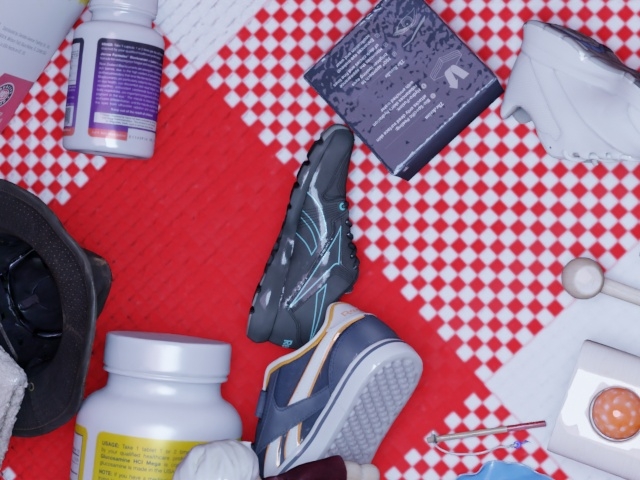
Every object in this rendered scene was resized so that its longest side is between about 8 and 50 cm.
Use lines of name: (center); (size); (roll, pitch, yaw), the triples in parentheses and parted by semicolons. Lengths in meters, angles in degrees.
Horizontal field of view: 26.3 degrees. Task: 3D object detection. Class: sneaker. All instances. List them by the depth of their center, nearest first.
sneaker: (0.308, -0.127, 1.452); (0.297, 0.111, 0.129); (42, 116, 46)
sneaker: (-0.012, 0.215, 1.534); (0.127, 0.126, 0.321); (46, 111, 39)
sneaker: (0.000, 0.000, 1.565); (0.106, 0.101, 0.267); (18, 98, -1)

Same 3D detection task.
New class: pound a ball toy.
pound a ball toy: (0.378, 0.161, 1.439); (0.319, 0.136, 0.208); (20, 93, 12)

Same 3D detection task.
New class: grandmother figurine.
grandmother figurine: (-0.023, 0.304, 1.437); (0.208, 0.342, 0.104); (-49, 37, 2)

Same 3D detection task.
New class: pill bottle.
pill bottle: (-0.186, 0.274, 1.537); (0.188, 0.188, 0.333); (6, 90, 13)
pill bottle: (-0.239, -0.196, 1.608); (0.108, 0.108, 0.193); (6, 90, 13)

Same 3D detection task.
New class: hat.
hat: (-0.328, 0.069, 1.591); (0.331, 0.134, 0.331); (12, 108, 38)

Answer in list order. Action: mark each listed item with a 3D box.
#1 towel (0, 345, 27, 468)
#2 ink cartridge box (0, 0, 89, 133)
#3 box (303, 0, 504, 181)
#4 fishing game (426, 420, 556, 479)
towel: (-0.433, 0.197, 1.603); (0.187, 0.049, 0.282); (41, 127, 21)
ink cartridge box: (-0.375, -0.331, 1.559); (0.160, 0.279, 0.384); (37, 95, 13)
box: (0.095, -0.176, 1.538); (0.156, 0.093, 0.158); (-43, 79, 8)
fishing game: (0.199, 0.336, 1.523); (0.189, 0.041, 0.264); (-9, 86, 10)
